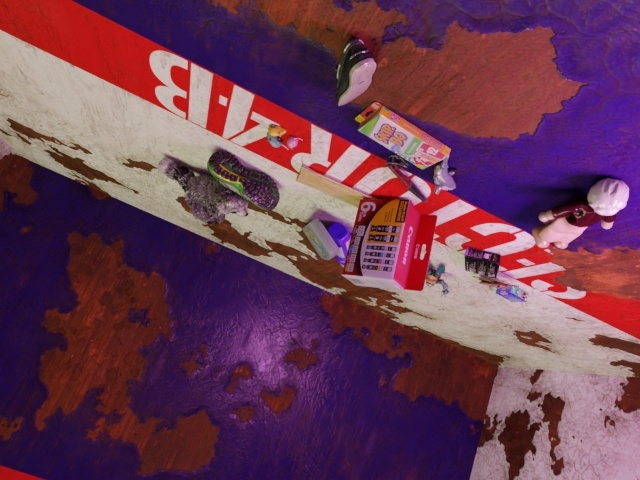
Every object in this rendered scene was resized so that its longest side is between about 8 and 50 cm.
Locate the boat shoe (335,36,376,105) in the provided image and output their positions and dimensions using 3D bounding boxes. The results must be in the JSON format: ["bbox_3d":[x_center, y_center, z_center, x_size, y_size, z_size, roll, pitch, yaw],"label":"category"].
[{"bbox_3d":[0.074,-0.397,1.134,0.079,0.084,0.233,60,170,4],"label":"boat shoe"}]

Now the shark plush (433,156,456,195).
[{"bbox_3d":[0.374,-0.208,1.407,0.067,0.073,0.161,-3,136,11],"label":"shark plush"}]

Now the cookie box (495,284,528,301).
[{"bbox_3d":[0.873,0.242,2.147,0.107,0.040,0.092,27,162,-20],"label":"cookie box"}]

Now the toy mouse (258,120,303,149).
[{"bbox_3d":[-0.131,-0.336,1.600,0.161,0.031,0.143,17,163,13],"label":"toy mouse"}]

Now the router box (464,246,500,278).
[{"bbox_3d":[0.664,0.093,1.934,0.133,0.046,0.179,14,162,22],"label":"router box"}]

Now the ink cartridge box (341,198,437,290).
[{"bbox_3d":[0.254,0.012,1.708,0.272,0.309,0.130,3,159,32],"label":"ink cartridge box"}]

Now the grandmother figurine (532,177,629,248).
[{"bbox_3d":[0.715,-0.070,1.308,0.208,0.103,0.342,-5,161,-6],"label":"grandmother figurine"}]

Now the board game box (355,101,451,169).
[{"bbox_3d":[0.225,-0.289,1.322,0.260,0.039,0.124,29,161,-16],"label":"board game box"}]

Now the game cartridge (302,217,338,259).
[{"bbox_3d":[0.000,0.000,2.217,0.198,0.062,0.297,60,170,0],"label":"game cartridge"}]

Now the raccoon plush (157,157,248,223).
[{"bbox_3d":[-0.520,-0.239,2.106,0.447,0.216,0.299,28,154,-19],"label":"raccoon plush"}]

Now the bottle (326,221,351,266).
[{"bbox_3d":[0.105,0.032,2.251,0.118,0.092,0.282,41,164,32],"label":"bottle"}]

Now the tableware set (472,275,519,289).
[{"bbox_3d":[0.760,0.195,2.064,0.128,0.039,0.194,17,175,-8],"label":"tableware set"}]

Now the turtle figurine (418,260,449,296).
[{"bbox_3d":[0.531,0.186,2.262,0.176,0.118,0.234,3,144,10],"label":"turtle figurine"}]

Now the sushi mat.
[{"bbox_3d":[0.059,-0.197,1.820,0.317,0.019,0.151,23,162,-7],"label":"sushi mat"}]

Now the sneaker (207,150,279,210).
[{"bbox_3d":[-0.318,-0.249,1.972,0.344,0.134,0.146,37,165,-19],"label":"sneaker"}]

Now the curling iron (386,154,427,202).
[{"bbox_3d":[0.291,-0.191,1.534,0.068,0.035,0.274,8,158,37],"label":"curling iron"}]
